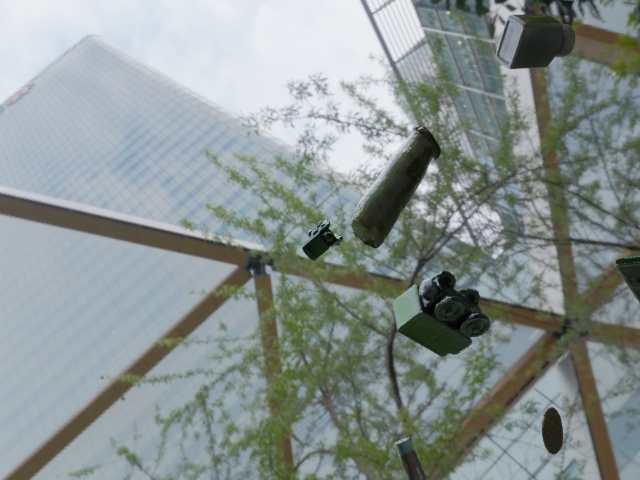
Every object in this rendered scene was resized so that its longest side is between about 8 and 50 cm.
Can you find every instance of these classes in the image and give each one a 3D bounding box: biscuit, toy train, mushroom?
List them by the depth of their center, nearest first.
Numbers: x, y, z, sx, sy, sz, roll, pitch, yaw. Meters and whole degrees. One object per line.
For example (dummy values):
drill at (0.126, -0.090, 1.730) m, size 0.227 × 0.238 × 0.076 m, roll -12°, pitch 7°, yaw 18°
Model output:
mushroom at (0.166, -0.125, 1.316) m, size 0.100 × 0.081 × 0.312 m, roll 49°, pitch -117°, yaw -29°
biscuit at (0.600, 0.491, 1.559) m, size 0.120 × 0.015 × 0.120 m, roll 12°, pitch -107°, yaw -45°
toy train at (0.000, 0.000, 1.601) m, size 0.104 × 0.178 × 0.071 m, roll -41°, pitch -85°, yaw 0°
toy train at (0.415, 0.256, 2.045) m, size 0.307 × 0.173 × 0.249 m, roll 32°, pitch -59°, yaw -26°

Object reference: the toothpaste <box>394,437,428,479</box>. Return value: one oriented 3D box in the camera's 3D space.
toothpaste at (0.207, 0.512, 1.243) m, size 0.056 × 0.036 × 0.205 m, roll -16°, pitch -102°, yaw -26°

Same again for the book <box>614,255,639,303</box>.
book at (0.850, 0.070, 1.277) m, size 0.260 × 0.371 × 0.043 m, roll 33°, pitch -125°, yaw -46°

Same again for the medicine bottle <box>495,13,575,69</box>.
medicine bottle at (0.590, -0.542, 1.646) m, size 0.188 × 0.088 × 0.132 m, roll -8°, pitch -49°, yaw -20°
